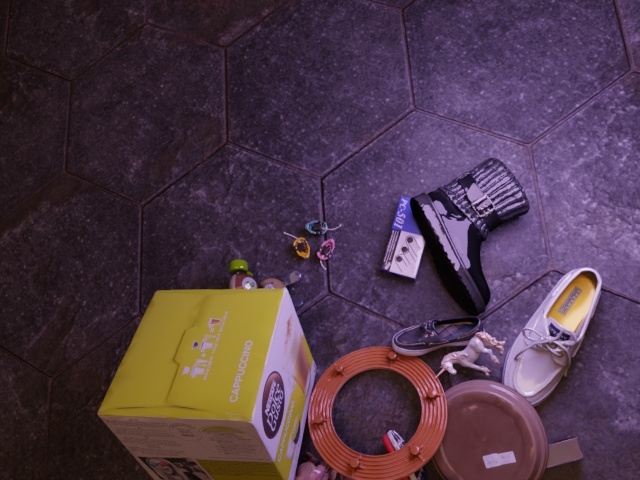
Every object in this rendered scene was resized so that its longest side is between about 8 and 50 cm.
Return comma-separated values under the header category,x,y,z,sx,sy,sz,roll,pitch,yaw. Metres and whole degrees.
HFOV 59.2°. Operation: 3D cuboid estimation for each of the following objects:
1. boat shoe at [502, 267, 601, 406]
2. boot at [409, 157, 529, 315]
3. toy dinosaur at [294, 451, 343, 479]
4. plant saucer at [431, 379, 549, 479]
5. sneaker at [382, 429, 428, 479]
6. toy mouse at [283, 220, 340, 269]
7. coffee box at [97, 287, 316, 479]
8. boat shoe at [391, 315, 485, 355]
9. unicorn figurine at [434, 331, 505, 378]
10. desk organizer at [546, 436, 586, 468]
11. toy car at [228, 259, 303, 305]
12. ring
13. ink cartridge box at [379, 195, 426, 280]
category,x,y,z,sx,sy,sz,roll,pitch,yaw
boat shoe,0.537,0.219,1.284,0.136,0.156,0.367,34,86,20
boot,0.406,-0.014,1.398,0.260,0.131,0.347,-23,85,-8
toy dinosaur,-0.044,0.583,1.315,0.127,0.200,0.295,41,88,21
plant saucer,0.373,0.461,1.288,0.278,0.041,0.277,-5,79,27
sneaker,0.193,0.587,1.306,0.118,0.107,0.279,-27,69,14
toy mouse,0.000,0.000,1.551,0.143,0.031,0.161,-36,70,3
coffee box,-0.229,0.339,1.297,0.338,0.334,0.337,-2,44,14
boat shoe,0.286,0.226,1.378,0.229,0.076,0.080,-7,47,11
unicorn figurine,0.362,0.282,1.349,0.111,0.060,0.161,28,104,5
desk organizer,0.521,0.484,1.273,0.130,0.050,0.047,-19,71,9
toy car,-0.143,0.138,1.503,0.189,0.149,0.155,-6,63,1
ring,0.130,0.400,1.340,0.337,0.032,0.336,-10,49,11
ink cartridge box,0.231,-0.005,1.484,0.097,0.046,0.207,15,79,17
